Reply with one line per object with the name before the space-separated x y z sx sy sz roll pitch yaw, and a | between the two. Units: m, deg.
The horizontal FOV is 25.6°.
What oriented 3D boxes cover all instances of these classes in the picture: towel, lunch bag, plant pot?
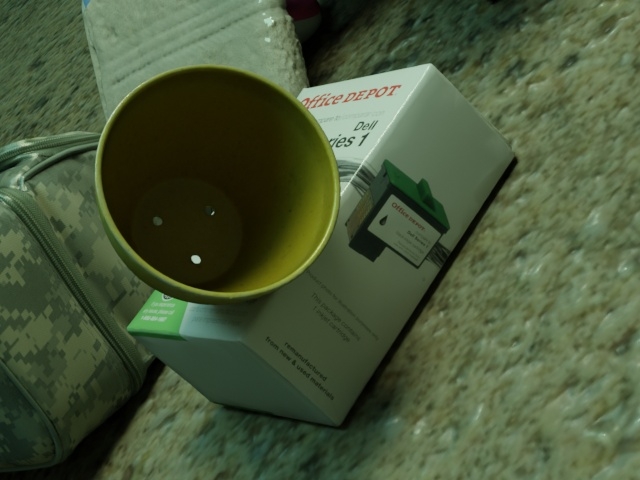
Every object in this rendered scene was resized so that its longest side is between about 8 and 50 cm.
towel | -0.120 -0.179 1.315 0.049 0.187 0.282 -12 -2 -43
lunch bag | -0.248 0.035 1.142 0.305 0.212 0.256 -16 21 49
plant pot | -0.066 -0.018 0.794 0.134 0.134 0.095 -58 4 -25

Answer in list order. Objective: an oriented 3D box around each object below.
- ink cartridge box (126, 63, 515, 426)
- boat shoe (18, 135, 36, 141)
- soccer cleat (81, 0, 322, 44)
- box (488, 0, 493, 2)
ink cartridge box | 0.000 0.000 0.901 0.160 0.092 0.219 -2 49 57
boat shoe | -0.366 -0.054 1.681 0.056 0.048 0.153 -7 50 38
soccer cleat | -0.119 -0.203 1.438 0.116 0.143 0.331 -23 27 -39
box | 0.123 -0.392 1.040 0.294 0.296 0.182 -43 40 9
